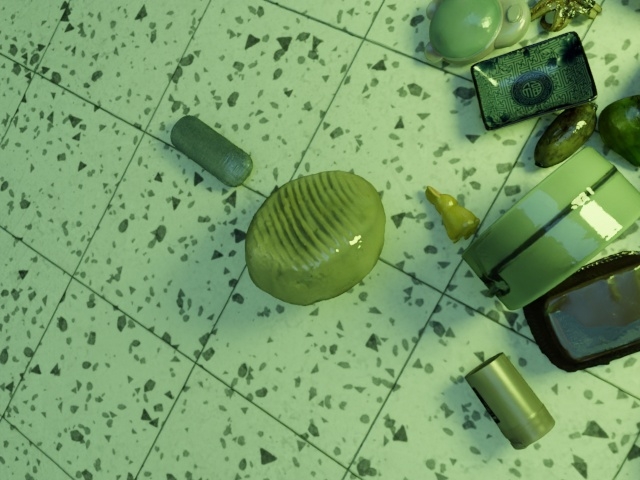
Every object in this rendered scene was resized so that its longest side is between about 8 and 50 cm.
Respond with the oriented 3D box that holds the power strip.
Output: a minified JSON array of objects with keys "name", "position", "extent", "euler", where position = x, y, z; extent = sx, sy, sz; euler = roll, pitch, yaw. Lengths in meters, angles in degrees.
[{"name":"power strip","position":[0.453,-0.015,1.034],"extent":[0.357,0.357,0.161],"euler":[-42,77,9]}]

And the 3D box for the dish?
[{"name":"dish","position":[0.491,-0.355,1.189],"extent":[0.243,0.080,0.182],"euler":[-14,74,19]}]

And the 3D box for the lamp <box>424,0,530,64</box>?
[{"name":"lamp","position":[0.370,-0.520,1.221],"extent":[0.246,0.108,0.180],"euler":[2,92,26]}]

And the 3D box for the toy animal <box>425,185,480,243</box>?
[{"name":"toy animal","position":[0.312,-0.077,1.229],"extent":[0.159,0.070,0.083],"euler":[58,142,27]}]

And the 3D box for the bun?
[{"name":"bun","position":[0.000,0.000,1.219],"extent":[0.326,0.234,0.362],"euler":[24,63,41]}]

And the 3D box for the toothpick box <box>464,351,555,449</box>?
[{"name":"toothpick box","position":[0.418,0.353,1.131],"extent":[0.111,0.111,0.181],"euler":[-37,75,10]}]

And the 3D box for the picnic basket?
[{"name":"picnic basket","position":[0.601,0.156,1.085],"extent":[0.296,0.129,0.223],"euler":[-25,79,14]}]

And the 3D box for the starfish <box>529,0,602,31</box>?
[{"name":"starfish","position":[0.557,-0.566,1.203],"extent":[0.189,0.074,0.146],"euler":[-17,86,17]}]

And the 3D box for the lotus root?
[{"name":"lotus root","position":[0.556,-0.241,1.158],"extent":[0.080,0.089,0.179],"euler":[38,99,-23]}]

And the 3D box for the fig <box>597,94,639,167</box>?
[{"name":"fig","position":[0.677,-0.232,1.110],"extent":[0.123,0.123,0.156],"euler":[-13,93,15]}]

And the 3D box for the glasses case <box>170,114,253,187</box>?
[{"name":"glasses case","position":[-0.309,-0.254,1.437],"extent":[0.282,0.067,0.109],"euler":[36,92,19]}]
